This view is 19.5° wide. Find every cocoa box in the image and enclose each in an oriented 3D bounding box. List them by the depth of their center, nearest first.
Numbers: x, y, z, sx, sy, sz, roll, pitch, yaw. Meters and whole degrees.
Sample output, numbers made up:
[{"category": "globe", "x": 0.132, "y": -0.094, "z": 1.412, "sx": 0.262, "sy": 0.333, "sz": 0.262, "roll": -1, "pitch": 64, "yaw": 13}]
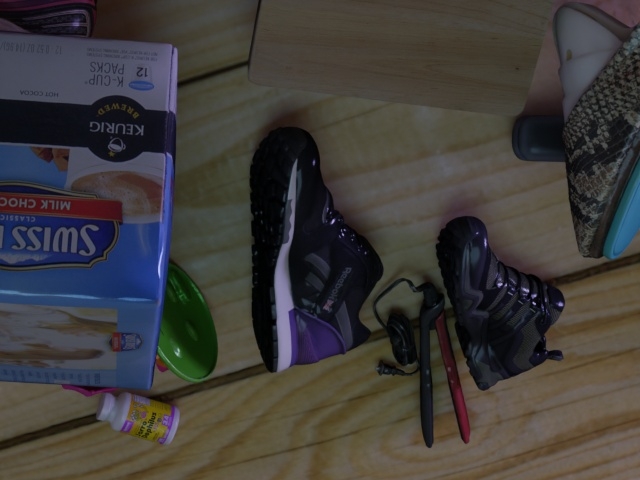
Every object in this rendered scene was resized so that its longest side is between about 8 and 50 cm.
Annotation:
[{"category": "cocoa box", "x": -0.247, "y": -0.014, "z": 1.639, "sx": 0.231, "sy": 0.228, "sz": 0.347, "roll": 4, "pitch": 163, "yaw": -5}]

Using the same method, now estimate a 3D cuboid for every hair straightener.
[{"category": "hair straightener", "x": 0.100, "y": 0.130, "z": 1.968, "sx": 0.089, "sy": 0.047, "sz": 0.230, "roll": -10, "pitch": 129, "yaw": 5}]

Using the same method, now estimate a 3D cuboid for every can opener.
[{"category": "can opener", "x": 0.326, "y": -0.113, "z": 1.804, "sx": 0.280, "sy": 0.074, "sz": 0.093, "roll": -4, "pitch": 92, "yaw": -2}]

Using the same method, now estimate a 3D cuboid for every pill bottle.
[{"category": "pill bottle", "x": -0.196, "y": 0.188, "z": 1.998, "sx": 0.083, "sy": 0.043, "sz": 0.043, "roll": 18, "pitch": 123, "yaw": -15}]

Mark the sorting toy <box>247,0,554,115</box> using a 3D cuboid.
[{"category": "sorting toy", "x": 0.079, "y": -0.254, "z": 1.665, "sx": 0.257, "sy": 0.089, "sz": 0.255, "roll": 6, "pitch": 125, "yaw": -8}]

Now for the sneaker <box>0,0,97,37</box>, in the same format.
[{"category": "sneaker", "x": -0.345, "y": -0.233, "z": 1.656, "sx": 0.299, "sy": 0.121, "sz": 0.112, "roll": 21, "pitch": 93, "yaw": -16}]

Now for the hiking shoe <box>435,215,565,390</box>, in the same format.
[{"category": "hiking shoe", "x": 0.188, "y": 0.051, "z": 1.907, "sx": 0.114, "sy": 0.086, "sz": 0.227, "roll": -17, "pitch": 134, "yaw": -1}]

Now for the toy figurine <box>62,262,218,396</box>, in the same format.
[{"category": "toy figurine", "x": -0.215, "y": 0.089, "z": 1.897, "sx": 0.159, "sy": 0.130, "sz": 0.173, "roll": -23, "pitch": 102, "yaw": 24}]

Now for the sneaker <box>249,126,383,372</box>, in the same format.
[{"category": "sneaker", "x": 0.000, "y": 0.000, "z": 1.855, "sx": 0.124, "sy": 0.107, "sz": 0.283, "roll": -9, "pitch": 131, "yaw": -15}]

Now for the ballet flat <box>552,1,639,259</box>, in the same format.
[{"category": "ballet flat", "x": 0.321, "y": -0.218, "z": 1.666, "sx": 0.182, "sy": 0.164, "sz": 0.483, "roll": 38, "pitch": 111, "yaw": 15}]
